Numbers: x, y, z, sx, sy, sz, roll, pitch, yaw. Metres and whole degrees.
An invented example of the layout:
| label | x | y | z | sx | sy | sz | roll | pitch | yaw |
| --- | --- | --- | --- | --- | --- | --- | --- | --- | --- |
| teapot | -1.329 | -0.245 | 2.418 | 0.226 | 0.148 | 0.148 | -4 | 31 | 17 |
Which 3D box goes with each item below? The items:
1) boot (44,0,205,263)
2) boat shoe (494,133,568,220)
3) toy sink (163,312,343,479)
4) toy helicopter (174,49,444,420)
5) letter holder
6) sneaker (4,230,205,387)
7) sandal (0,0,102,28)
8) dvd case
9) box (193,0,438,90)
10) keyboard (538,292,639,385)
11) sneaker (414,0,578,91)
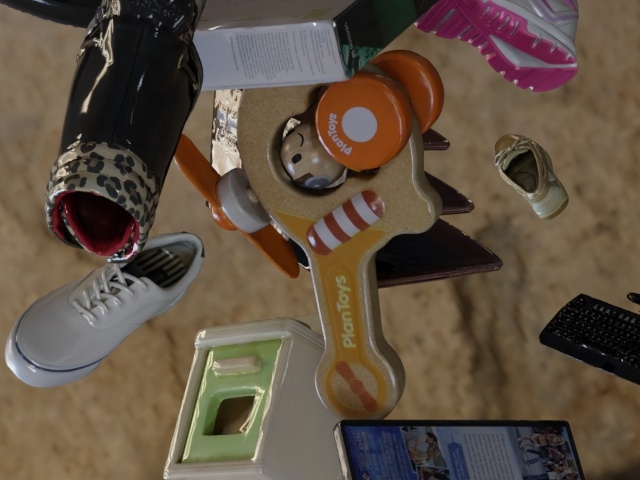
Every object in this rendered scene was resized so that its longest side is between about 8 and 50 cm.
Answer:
| label | x | y | z | sx | sy | sz | roll | pitch | yaw |
| --- | --- | --- | --- | --- | --- | --- | --- | --- | --- |
| boot | -0.132 | -0.064 | 1.295 | 0.236 | 0.085 | 0.178 | 112 | -9 | -66 |
| boat shoe | 0.229 | -0.081 | 2.240 | 0.056 | 0.048 | 0.153 | -39 | -143 | 13 |
| toy sink | -0.053 | 0.160 | 2.115 | 0.153 | 0.131 | 0.234 | -9 | -122 | 44 |
| toy helicopter | 0.000 | 0.000 | 1.821 | 0.235 | 0.355 | 0.140 | -4 | -165 | 19 |
| letter holder | 0.044 | -0.071 | 2.091 | 0.214 | 0.152 | 0.302 | -5 | -160 | -29 |
| sneaker | -0.216 | 0.056 | 2.005 | 0.258 | 0.094 | 0.091 | -38 | 167 | -47 |
| sandal | -0.352 | -0.350 | 1.931 | 0.167 | 0.446 | 0.107 | -32 | 154 | -54 |
| dvd case | 0.141 | 0.247 | 1.812 | 0.253 | 0.180 | 0.022 | 3 | 148 | -28 |
| box | -0.013 | -0.210 | 1.676 | 0.232 | 0.058 | 0.322 | 0 | -153 | 30 |
| keyboard | 0.299 | 0.083 | 1.889 | 0.100 | 0.038 | 0.192 | -43 | -140 | -23 |
| sneaker | 0.167 | -0.263 | 2.080 | 0.103 | 0.252 | 0.111 | -33 | -150 | 48 |
